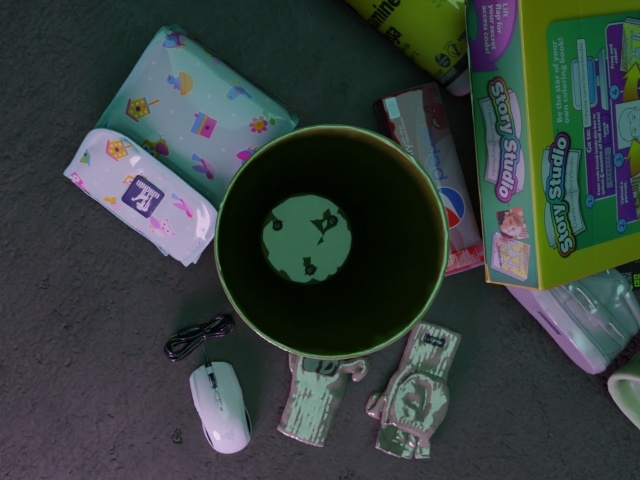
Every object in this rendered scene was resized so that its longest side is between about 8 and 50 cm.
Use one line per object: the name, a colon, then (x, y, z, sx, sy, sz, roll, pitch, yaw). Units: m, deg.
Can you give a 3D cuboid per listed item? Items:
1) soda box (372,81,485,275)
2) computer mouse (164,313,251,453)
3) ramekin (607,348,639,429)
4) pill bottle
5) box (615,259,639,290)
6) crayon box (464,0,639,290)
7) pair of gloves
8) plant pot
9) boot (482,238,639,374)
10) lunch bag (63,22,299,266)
soda box: (0.152, -0.082, 1.472, 0.084, 0.092, 0.263, -16, 92, -5)
computer mouse: (-0.144, 0.207, 1.467, 0.106, 0.042, 0.193, -19, 93, -7)
ramekin: (0.562, 0.223, 1.428, 0.303, 0.303, 0.148, 41, 79, -6)
pill bottle: (0.125, -0.367, 1.418, 0.334, 0.188, 0.188, 40, 86, -5)
box: (0.420, -0.014, 1.529, 0.191, 0.045, 0.184, -7, 95, -6)
crayon box: (0.344, -0.147, 1.355, 0.313, 0.106, 0.362, -13, 103, -32)
pair of gloves: (0.068, 0.200, 1.493, 0.240, 0.042, 0.204, 12, 86, -8)
plant pot: (0.000, 0.000, 1.355, 0.275, 0.293, 0.274, 0, 91, -6)
boot: (0.345, 0.057, 1.466, 0.123, 0.095, 0.258, -43, 103, -9)
lunch bag: (-0.189, -0.123, 1.403, 0.223, 0.160, 0.262, 37, 98, -9)
